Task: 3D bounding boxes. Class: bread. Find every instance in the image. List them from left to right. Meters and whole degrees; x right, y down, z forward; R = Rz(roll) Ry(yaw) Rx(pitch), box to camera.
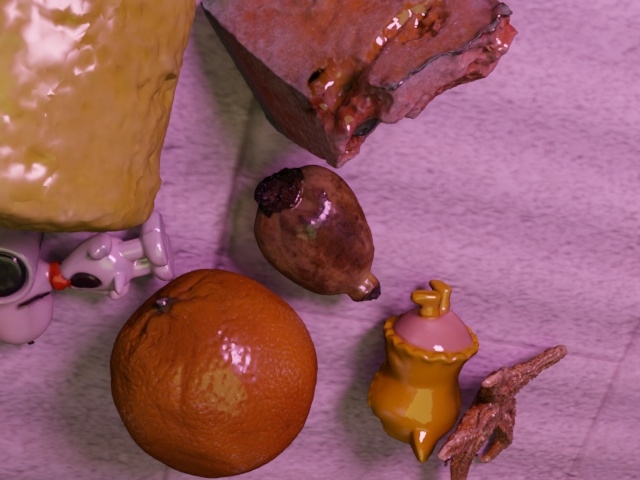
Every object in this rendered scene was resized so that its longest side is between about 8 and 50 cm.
[{"bbox_3d":[-0.294,-0.175,0.673,0.348,0.348,0.308,21,95,-17],"label":"bread"}]

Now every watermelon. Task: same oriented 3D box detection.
[{"bbox_3d":[0.039,-0.217,0.779,0.264,0.302,0.151,-36,151,5],"label":"watermelon"}]

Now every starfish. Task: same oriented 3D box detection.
[{"bbox_3d":[0.237,0.253,1.009,0.299,0.060,0.302,-54,149,5],"label":"starfish"}]

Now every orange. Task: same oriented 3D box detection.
[{"bbox_3d":[-0.130,0.160,0.862,0.264,0.264,0.264,-3,112,-8],"label":"orange"}]

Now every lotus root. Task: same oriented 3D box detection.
[{"bbox_3d":[0.000,0.000,0.891,0.138,0.138,0.214,-33,114,4],"label":"lotus root"}]

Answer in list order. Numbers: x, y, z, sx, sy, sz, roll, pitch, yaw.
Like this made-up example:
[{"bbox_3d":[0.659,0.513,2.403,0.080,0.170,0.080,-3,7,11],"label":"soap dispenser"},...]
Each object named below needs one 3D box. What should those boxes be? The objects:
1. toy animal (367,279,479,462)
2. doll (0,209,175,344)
[{"bbox_3d":[0.147,0.174,0.974,0.155,0.156,0.230,-2,107,-9],"label":"toy animal"},{"bbox_3d":[-0.329,0.015,0.847,0.271,0.144,0.208,-26,134,5],"label":"doll"}]
